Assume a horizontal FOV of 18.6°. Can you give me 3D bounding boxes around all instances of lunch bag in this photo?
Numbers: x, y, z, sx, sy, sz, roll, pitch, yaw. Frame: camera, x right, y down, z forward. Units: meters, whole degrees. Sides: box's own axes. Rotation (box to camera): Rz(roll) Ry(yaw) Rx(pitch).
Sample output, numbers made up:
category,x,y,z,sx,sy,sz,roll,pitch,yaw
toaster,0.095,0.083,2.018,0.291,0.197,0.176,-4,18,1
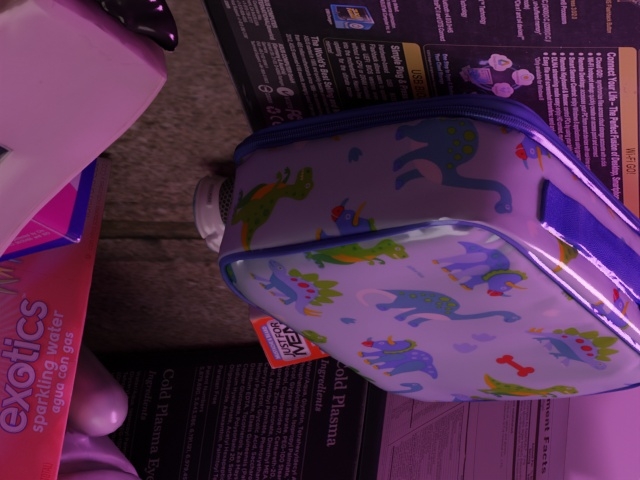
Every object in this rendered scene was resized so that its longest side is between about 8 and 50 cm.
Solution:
category,x,y,z,sx,sy,sz,roll,pitch,yaw
lunch bag,0.071,0.010,0.987,0.176,0.090,0.219,-9,151,35

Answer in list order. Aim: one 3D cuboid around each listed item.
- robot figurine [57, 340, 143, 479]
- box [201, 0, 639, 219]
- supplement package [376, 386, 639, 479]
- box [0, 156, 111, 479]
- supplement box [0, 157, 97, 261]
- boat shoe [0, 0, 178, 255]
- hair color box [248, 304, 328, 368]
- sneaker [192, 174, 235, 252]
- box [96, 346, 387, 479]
category,x,y,z,sx,sy,sz,roll,pitch,yaw
robot figurine,-0.242,0.192,1.409,0.200,0.353,0.300,3,123,-49
box,0.110,-0.112,0.929,0.318,0.097,0.395,4,155,12
supplement package,0.183,0.129,1.304,0.199,0.198,0.263,17,154,-19
box,-0.230,0.095,1.227,0.142,0.300,0.154,12,156,-10
supplement box,-0.238,-0.080,1.078,0.114,0.111,0.220,-13,148,39
boat shoe,-0.208,-0.057,0.946,0.340,0.158,0.127,-37,133,21
hair color box,0.042,0.010,1.160,0.167,0.093,0.053,-12,136,8
sneaker,0.000,0.000,1.247,0.166,0.065,0.076,26,146,-38
box,-0.038,0.231,1.617,0.312,0.179,0.343,-7,152,26
